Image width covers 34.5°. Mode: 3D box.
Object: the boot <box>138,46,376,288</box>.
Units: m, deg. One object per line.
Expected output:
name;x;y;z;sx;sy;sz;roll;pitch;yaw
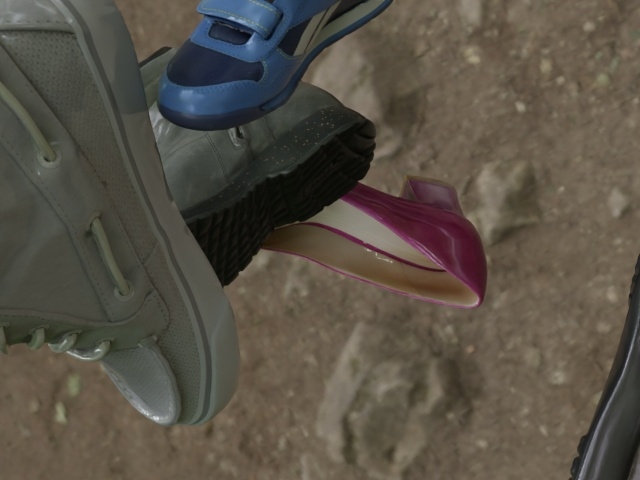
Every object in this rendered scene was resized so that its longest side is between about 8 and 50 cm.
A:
boot;-0.098;-0.050;0.687;0.161;0.246;0.083;42;153;30

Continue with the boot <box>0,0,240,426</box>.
boot;-0.120;0.016;0.440;0.095;0.123;0.258;15;136;34

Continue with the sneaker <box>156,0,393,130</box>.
sneaker;-0.021;-0.102;0.442;0.053;0.144;0.059;24;146;27

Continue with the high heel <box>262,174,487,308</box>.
high heel;0.000;0.000;0.752;0.117;0.244;0.082;-100;22;-49

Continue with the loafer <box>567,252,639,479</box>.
loafer;0.143;0.030;0.345;0.078;0.080;0.220;19;108;21
